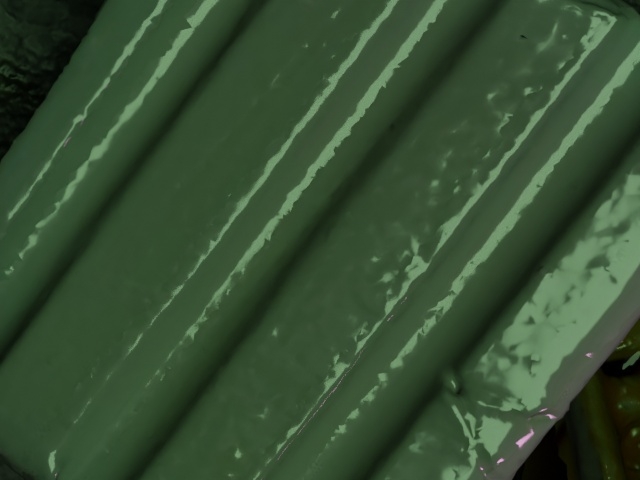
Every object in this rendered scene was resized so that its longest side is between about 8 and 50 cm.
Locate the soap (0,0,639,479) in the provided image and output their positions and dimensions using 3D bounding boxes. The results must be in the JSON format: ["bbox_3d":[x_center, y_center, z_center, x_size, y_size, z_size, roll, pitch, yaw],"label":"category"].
[{"bbox_3d":[0.000,0.000,0.805,0.350,0.213,0.435,35,95,2],"label":"soap"}]

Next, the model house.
[{"bbox_3d":[0.274,0.168,0.974,0.239,0.173,0.268,-7,122,-14],"label":"model house"}]
